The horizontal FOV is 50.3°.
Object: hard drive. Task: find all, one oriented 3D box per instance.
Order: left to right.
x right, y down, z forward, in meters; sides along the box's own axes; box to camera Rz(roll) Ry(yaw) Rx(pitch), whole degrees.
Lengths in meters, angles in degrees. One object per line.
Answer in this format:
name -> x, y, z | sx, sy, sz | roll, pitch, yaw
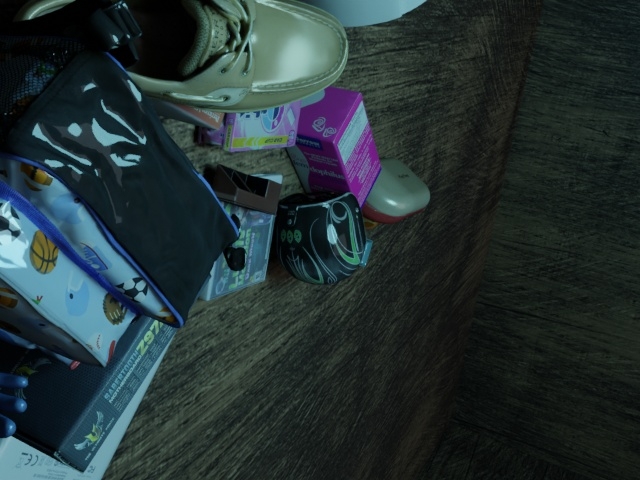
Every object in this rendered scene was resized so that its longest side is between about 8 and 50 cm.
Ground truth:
hard drive -> -0.298, 0.202, 0.826 | 0.319, 0.040, 0.210 | -65, 156, -17

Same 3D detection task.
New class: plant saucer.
plant saucer -> 0.075, 0.019, 1.558 | 0.192, 0.018, 0.067 | 19, 89, -66

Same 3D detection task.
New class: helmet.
helmet -> 0.000, 0.000, 1.199 | 0.169, 0.169, 0.162 | -32, 117, -56

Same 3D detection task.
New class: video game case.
video game case -> -0.125, -0.010, 1.089 | 0.173, 0.022, 0.190 | -16, 120, -62

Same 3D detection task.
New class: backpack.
backpack -> -0.231, -0.038, 0.540 | 0.213, 0.263, 0.276 | -53, 145, -26

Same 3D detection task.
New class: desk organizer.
desk organizer -> -0.107, -0.073, 1.003 | 0.130, 0.047, 0.050 | 14, 90, -67

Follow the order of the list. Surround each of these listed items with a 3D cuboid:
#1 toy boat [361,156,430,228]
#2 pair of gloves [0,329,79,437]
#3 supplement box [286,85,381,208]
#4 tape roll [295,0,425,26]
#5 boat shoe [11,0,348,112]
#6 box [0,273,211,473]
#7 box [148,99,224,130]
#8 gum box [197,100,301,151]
toy boat -> 0.131, -0.086, 1.497 | 0.151, 0.151, 0.231 | -51, 166, 25
pair of gloves -> -0.297, 0.098, 0.611 | 0.198, 0.159, 0.023 | -53, 157, -35
supplement box -> 0.022, -0.161, 1.201 | 0.114, 0.111, 0.220 | -62, 154, -22
tape roll -> 0.047, -0.431, 0.910 | 0.246, 0.246, 0.169 | -61, 155, -25
boat shoe -> -0.114, -0.185, 0.661 | 0.341, 0.110, 0.122 | -9, 100, -24
box -> -0.247, 0.086, 0.683 | 0.233, 0.183, 0.059 | -60, 154, -26
box -> -0.158, -0.231, 0.780 | 0.130, 0.091, 0.171 | 18, 89, -67
gum box -> -0.098, -0.189, 0.975 | 0.188, 0.062, 0.107 | -20, 124, -62
